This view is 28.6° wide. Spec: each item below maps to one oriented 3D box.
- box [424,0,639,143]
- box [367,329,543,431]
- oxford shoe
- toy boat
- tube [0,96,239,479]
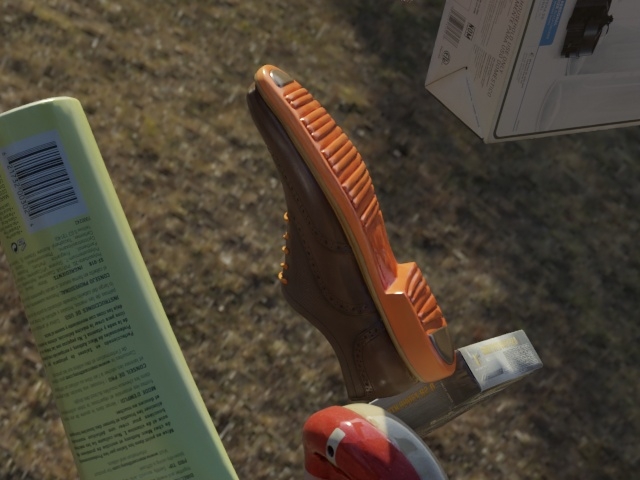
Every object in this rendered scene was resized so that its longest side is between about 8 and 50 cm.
[{"bbox_3d":[0.236,-0.178,0.955,0.290,0.169,0.087,-8,39,-30],"label":"box"},{"bbox_3d":[0.145,0.183,1.492,0.056,0.183,0.231,60,25,12],"label":"box"},{"bbox_3d":[0.000,0.000,1.270,0.364,0.132,0.130,63,19,-3],"label":"oxford shoe"},{"bbox_3d":[0.012,0.249,1.020,0.151,0.231,0.151,-13,29,-36],"label":"toy boat"},{"bbox_3d":[-0.110,0.049,0.630,0.062,0.070,0.240,-20,87,-27],"label":"tube"}]
